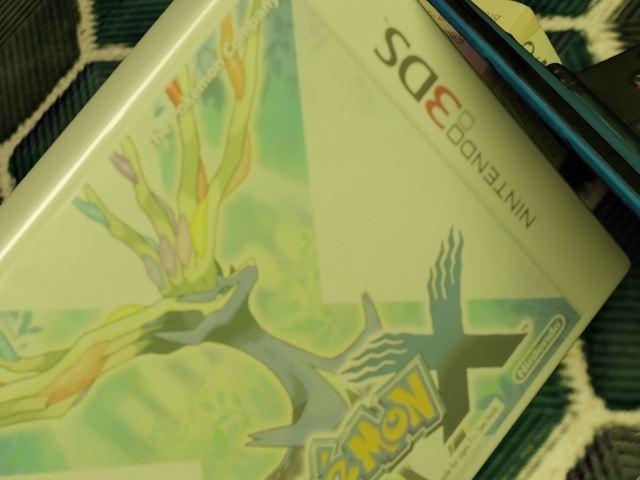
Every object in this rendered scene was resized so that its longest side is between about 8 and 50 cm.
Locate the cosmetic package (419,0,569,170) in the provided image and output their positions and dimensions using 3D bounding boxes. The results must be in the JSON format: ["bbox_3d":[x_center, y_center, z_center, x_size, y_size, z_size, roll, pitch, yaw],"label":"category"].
[{"bbox_3d":[0.000,0.000,0.939,0.160,0.113,0.309,21,70,39],"label":"cosmetic package"}]

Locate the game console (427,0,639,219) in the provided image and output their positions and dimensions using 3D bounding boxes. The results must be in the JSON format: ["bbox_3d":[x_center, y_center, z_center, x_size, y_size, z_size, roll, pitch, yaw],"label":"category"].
[{"bbox_3d":[0.208,-0.060,0.768,0.250,0.173,0.293,-25,45,-11],"label":"game console"}]

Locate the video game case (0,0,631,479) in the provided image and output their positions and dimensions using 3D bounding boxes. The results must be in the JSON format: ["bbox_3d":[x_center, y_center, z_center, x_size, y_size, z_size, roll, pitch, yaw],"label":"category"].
[{"bbox_3d":[-0.022,0.047,0.792,0.329,0.300,0.036,-51,34,-10],"label":"video game case"}]

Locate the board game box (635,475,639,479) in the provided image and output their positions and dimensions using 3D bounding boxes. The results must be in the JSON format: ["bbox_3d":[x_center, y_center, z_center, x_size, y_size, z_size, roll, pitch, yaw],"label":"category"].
[{"bbox_3d":[0.167,0.186,0.757,0.201,0.035,0.136,-46,47,-4],"label":"board game box"}]
